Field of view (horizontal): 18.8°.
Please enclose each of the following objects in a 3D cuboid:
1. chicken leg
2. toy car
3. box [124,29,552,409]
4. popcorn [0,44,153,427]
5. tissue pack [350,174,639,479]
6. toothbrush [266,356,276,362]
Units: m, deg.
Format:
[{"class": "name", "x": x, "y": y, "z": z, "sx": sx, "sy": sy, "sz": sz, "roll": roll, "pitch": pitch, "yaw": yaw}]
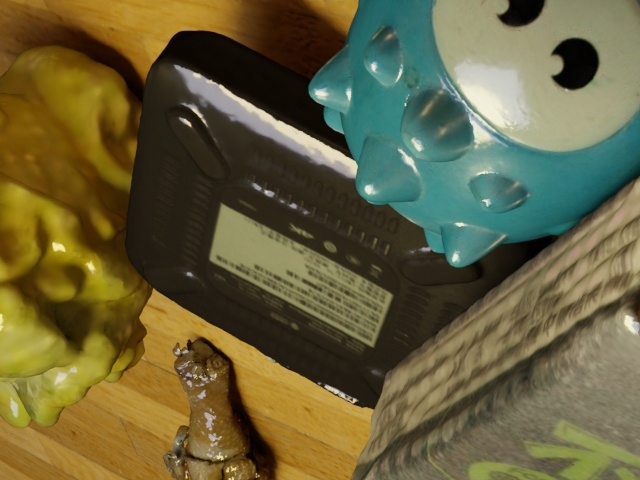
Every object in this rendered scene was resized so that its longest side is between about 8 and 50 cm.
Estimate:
[{"class": "chicken leg", "x": -0.100, "y": 0.189, "z": 1.819, "sx": 0.125, "sy": 0.080, "sz": 0.196, "roll": 49, "pitch": 156, "yaw": 30}, {"class": "toy car", "x": 0.098, "y": -0.087, "z": 1.030, "sx": 0.188, "sy": 0.190, "sz": 0.255, "roll": 51, "pitch": 152, "yaw": 0}, {"class": "box", "x": 0.000, "y": 0.000, "z": 1.363, "sx": 0.290, "sy": 0.073, "sz": 0.289, "roll": 28, "pitch": 148, "yaw": 7}, {"class": "popcorn", "x": -0.253, "y": 0.010, "z": 1.572, "sx": 0.312, "sy": 0.312, "sz": 0.312, "roll": 36, "pitch": 151, "yaw": 24}, {"class": "tissue pack", "x": 0.215, "y": 0.114, "z": 1.074, "sx": 0.288, "sy": 0.124, "sz": 0.394, "roll": 22, "pitch": 156, "yaw": -10}, {"class": "toothbrush", "x": -0.080, "y": -0.007, "z": 1.593, "sx": 0.025, "sy": 0.020, "sz": 0.286, "roll": 8, "pitch": 134, "yaw": 41}]
